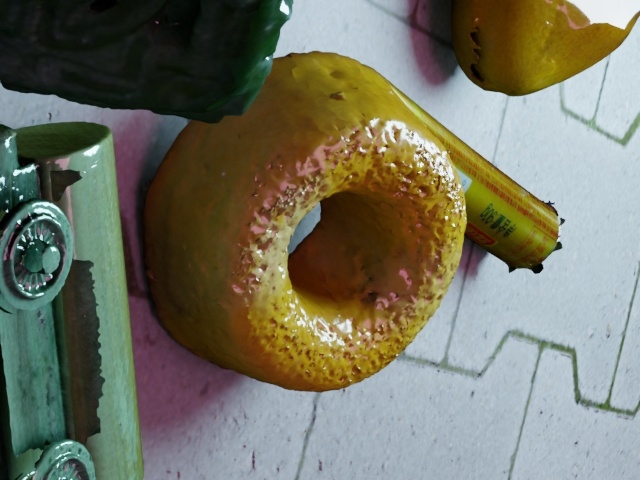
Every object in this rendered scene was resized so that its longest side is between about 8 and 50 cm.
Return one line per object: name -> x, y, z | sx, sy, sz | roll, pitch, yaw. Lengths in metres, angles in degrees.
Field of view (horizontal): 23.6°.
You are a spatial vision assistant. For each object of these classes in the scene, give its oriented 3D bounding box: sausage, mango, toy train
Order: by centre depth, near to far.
toy train -> -0.176, 0.066, 0.990 | 0.189, 0.126, 0.308 | -23, 116, -47
sausage -> 0.103, -0.061, 1.350 | 0.371, 0.082, 0.082 | 30, 75, -49
mango -> 0.194, -0.245, 1.377 | 0.166, 0.136, 0.236 | 17, 91, -38

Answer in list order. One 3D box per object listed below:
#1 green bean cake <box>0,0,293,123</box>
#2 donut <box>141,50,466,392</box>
green bean cake -> -0.147, -0.219, 0.857 | 0.308, 0.300, 0.169 | 114, -17, -49
donut -> -0.002, -0.001, 1.169 | 0.277, 0.108, 0.278 | -21, 128, -29
